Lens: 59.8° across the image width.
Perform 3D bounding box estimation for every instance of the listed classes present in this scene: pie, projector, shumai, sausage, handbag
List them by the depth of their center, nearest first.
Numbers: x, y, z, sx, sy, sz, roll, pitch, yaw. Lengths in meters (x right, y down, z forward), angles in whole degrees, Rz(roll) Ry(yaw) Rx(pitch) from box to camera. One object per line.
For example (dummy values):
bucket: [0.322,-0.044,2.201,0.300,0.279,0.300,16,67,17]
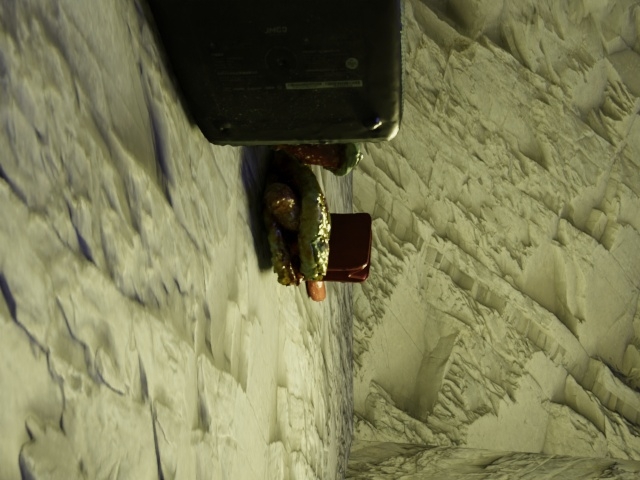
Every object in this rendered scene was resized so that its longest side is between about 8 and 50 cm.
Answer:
projector: [-0.053,-0.368,0.956,0.405,0.396,0.242,79,13,-51]
shumai: [0.009,-0.299,1.447,0.288,0.292,0.330,49,2,4]
pie: [-0.058,-0.083,1.616,0.418,0.181,0.395,-86,171,-58]
handbag: [0.031,0.016,1.830,0.084,0.276,0.260,78,15,-48]
sausage: [-0.016,0.184,2.174,0.141,0.076,0.076,81,14,-50]
